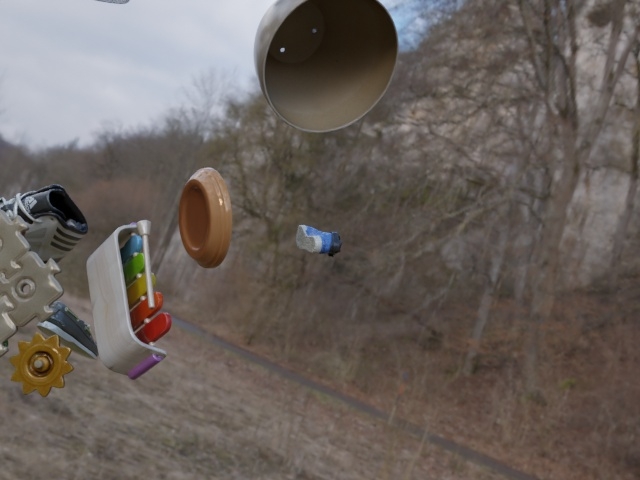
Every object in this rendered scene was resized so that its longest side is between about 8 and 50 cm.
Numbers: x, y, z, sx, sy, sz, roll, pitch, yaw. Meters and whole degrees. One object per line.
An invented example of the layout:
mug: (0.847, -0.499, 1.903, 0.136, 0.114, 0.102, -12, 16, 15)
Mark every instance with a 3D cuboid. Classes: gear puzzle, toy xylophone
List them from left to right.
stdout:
gear puzzle: (-0.446, 0.068, 1.084, 0.339, 0.175, 0.044, 49, -6, 11)
toy xylophone: (-0.374, 0.103, 1.550, 0.081, 0.323, 0.236, 13, -32, -43)

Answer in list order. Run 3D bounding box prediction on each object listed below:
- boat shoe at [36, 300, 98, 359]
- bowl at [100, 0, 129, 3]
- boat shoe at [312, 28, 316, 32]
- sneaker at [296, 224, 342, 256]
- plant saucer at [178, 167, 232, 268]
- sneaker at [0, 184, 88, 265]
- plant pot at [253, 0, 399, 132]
boat shoe: (-0.736, 0.277, 2.352, 0.109, 0.091, 0.305, 13, -23, 18)
bowl: (-0.521, -0.653, 1.892, 0.142, 0.142, 0.053, 6, 26, -14)
boat shoe: (0.052, -0.615, 2.307, 0.132, 0.130, 0.355, 12, 12, 32)
sneaker: (0.000, 0.001, 1.865, 0.084, 0.058, 0.152, 6, 8, -22)
plant saucer: (-0.233, -0.043, 1.540, 0.037, 0.200, 0.200, -4, 5, -33)
sneaker: (-0.732, -0.074, 1.759, 0.257, 0.169, 0.447, -36, -36, 30)
plant pot: (-0.017, -0.380, 1.535, 0.284, 0.284, 0.191, 30, 14, -42)
